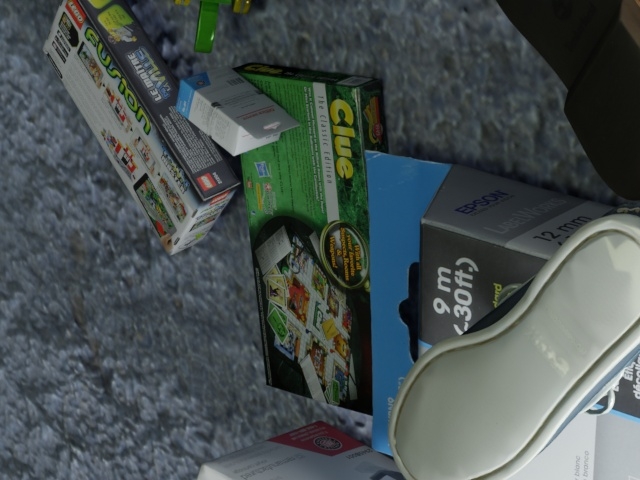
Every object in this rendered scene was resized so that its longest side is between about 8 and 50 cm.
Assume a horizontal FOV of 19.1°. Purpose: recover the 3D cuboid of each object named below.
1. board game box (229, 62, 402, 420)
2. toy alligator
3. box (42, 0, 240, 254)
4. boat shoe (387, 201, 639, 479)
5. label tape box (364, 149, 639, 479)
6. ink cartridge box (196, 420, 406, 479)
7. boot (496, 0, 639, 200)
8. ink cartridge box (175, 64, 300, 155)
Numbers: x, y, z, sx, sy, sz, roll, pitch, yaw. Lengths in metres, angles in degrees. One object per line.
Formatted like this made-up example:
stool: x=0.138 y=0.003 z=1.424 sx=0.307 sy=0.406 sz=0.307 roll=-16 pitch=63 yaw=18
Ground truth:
board game box: x=0.000 y=0.000 z=1.431 sx=0.136 sy=0.030 sz=0.260 roll=14 pitch=117 yaw=44
toy alligator: x=-0.072 y=-0.228 z=1.390 sx=0.051 sy=0.056 sz=0.190 roll=-99 pitch=17 yaw=-55
box: x=-0.145 y=-0.100 z=1.512 sx=0.207 sy=0.036 sz=0.114 roll=58 pitch=152 yaw=10
boat shoe: x=0.131 y=0.063 z=1.113 sx=0.095 sy=0.079 sz=0.254 roll=51 pitch=129 yaw=18
label tape box: x=0.140 y=0.100 z=1.252 sx=0.347 sy=0.115 sz=0.249 roll=16 pitch=118 yaw=35
ink cartridge box: x=0.029 y=0.229 z=1.383 sx=0.218 sy=0.158 sz=0.092 roll=28 pitch=113 yaw=29
boot: x=0.180 y=-0.159 z=1.131 sx=0.112 sy=0.115 sz=0.305 roll=-57 pitch=47 yaw=52
ink cartridge box: x=-0.060 y=-0.091 z=1.395 sx=0.083 sy=0.048 sz=0.028 roll=39 pitch=132 yaw=28
